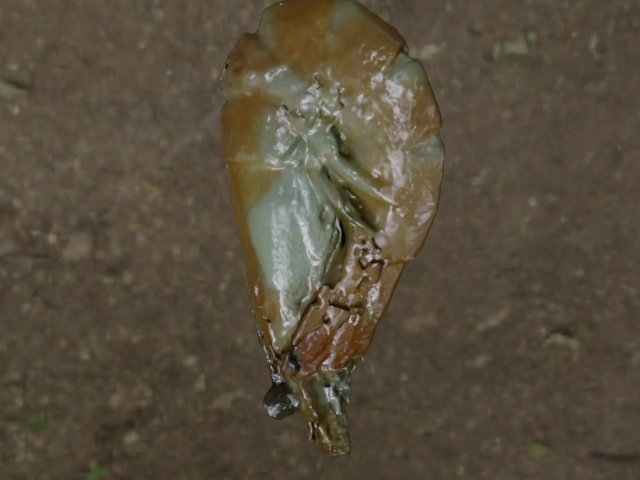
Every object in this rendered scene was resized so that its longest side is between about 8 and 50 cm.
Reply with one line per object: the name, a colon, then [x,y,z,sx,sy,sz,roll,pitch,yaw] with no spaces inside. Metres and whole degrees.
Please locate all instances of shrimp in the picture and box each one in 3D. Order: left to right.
shrimp: [0.000,0.000,0.464,0.091,0.184,0.043,13,-158,25]
